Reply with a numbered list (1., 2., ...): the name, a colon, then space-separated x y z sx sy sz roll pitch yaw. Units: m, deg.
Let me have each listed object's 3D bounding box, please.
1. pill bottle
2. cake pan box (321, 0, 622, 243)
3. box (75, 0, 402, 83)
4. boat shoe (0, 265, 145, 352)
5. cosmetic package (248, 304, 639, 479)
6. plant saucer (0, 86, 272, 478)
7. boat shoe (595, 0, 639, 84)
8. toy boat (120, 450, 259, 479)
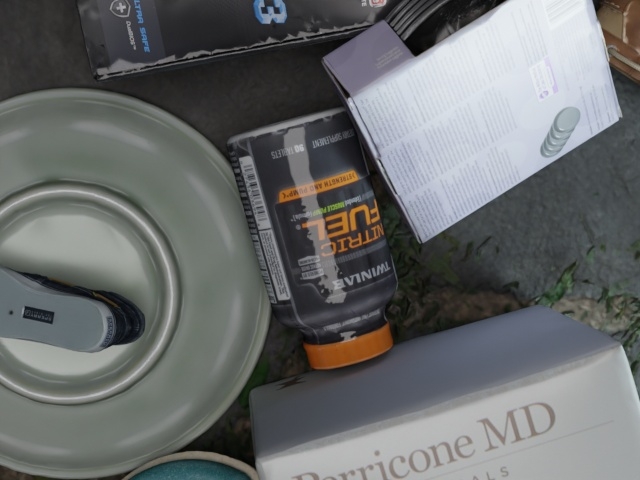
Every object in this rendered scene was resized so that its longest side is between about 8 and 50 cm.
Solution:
1. pill bottle: 0.000 0.000 1.346 0.131 0.130 0.245 -16 96 -3
2. cake pan box: 0.149 -0.143 1.294 0.246 0.267 0.070 -35 53 -1
3. box: -0.089 -0.312 1.226 0.293 0.073 0.295 -10 106 -2
4. boat shoe: -0.256 0.065 1.271 0.183 0.083 0.065 16 93 22
5. cosmetic package: 0.140 0.303 1.283 0.330 0.327 0.393 -17 95 -2
6. plant saucer: -0.244 0.049 1.348 0.401 0.100 0.400 0 95 -4
7. boat shoe: 0.395 -0.132 1.377 0.324 0.123 0.116 43 98 0
8. toy boat: -0.117 0.357 1.310 0.318 0.148 0.267 43 93 24
